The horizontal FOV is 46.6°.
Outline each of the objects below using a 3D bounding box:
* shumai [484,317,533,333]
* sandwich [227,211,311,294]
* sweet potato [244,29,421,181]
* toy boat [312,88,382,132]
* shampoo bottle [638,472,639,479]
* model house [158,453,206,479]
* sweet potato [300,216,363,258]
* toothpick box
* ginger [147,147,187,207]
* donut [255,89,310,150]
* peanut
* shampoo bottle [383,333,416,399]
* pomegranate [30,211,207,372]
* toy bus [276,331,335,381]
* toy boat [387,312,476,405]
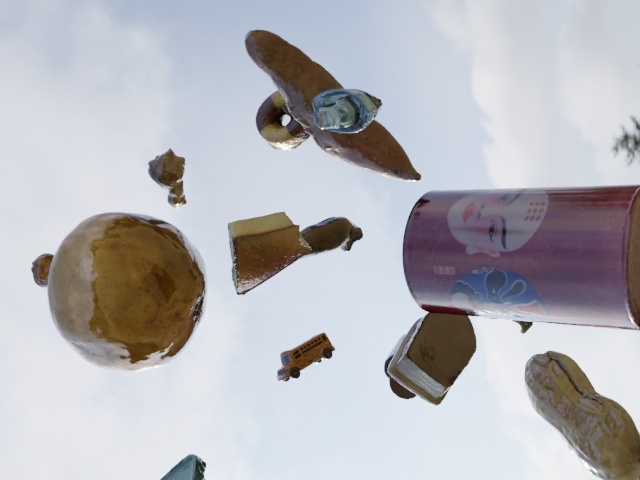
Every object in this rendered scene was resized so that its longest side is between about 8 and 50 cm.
[{"bbox_3d":[0.413,0.128,1.586,0.142,0.184,0.184,56,-152,18],"label":"shumai"},{"bbox_3d":[-0.101,0.025,1.490,0.193,0.162,0.058,96,158,-52],"label":"sandwich"},{"bbox_3d":[0.013,-0.204,1.200,0.354,0.106,0.095,41,-104,-4],"label":"sweet potato"},{"bbox_3d":[0.024,-0.166,0.965,0.066,0.140,0.059,-27,-69,-27],"label":"toy boat"},{"bbox_3d":[0.620,0.334,1.294,0.092,0.092,0.303,53,-129,-41],"label":"shampoo bottle"},{"bbox_3d":[-0.279,0.679,1.686,0.249,0.280,0.230,39,-161,-22],"label":"model house"},{"bbox_3d":[0.005,0.004,1.838,0.286,0.085,0.112,-24,-36,-46],"label":"sweet potato"},{"bbox_3d":[0.313,0.021,1.095,0.204,0.333,0.204,0,-90,-51],"label":"toothpick box"},{"bbox_3d":[-0.379,-0.149,1.832,0.067,0.096,0.165,-74,-8,-52],"label":"ginger"},{"bbox_3d":[-0.094,-0.335,2.012,0.166,0.184,0.073,64,-160,9],"label":"donut"},{"bbox_3d":[0.495,0.330,1.404,0.130,0.290,0.130,-24,-39,-21],"label":"peanut"},{"bbox_3d":[0.216,0.286,1.716,0.323,0.129,0.084,-13,-56,-75],"label":"shampoo bottle"},{"bbox_3d":[-0.463,0.108,1.694,0.410,0.410,0.410,8,-99,-57],"label":"pomegranate"},{"bbox_3d":[-0.055,0.355,2.255,0.194,0.083,0.088,-25,-94,-34],"label":"toy bus"},{"bbox_3d":[0.208,0.184,1.292,0.116,0.061,0.188,36,-131,5],"label":"toy boat"}]
